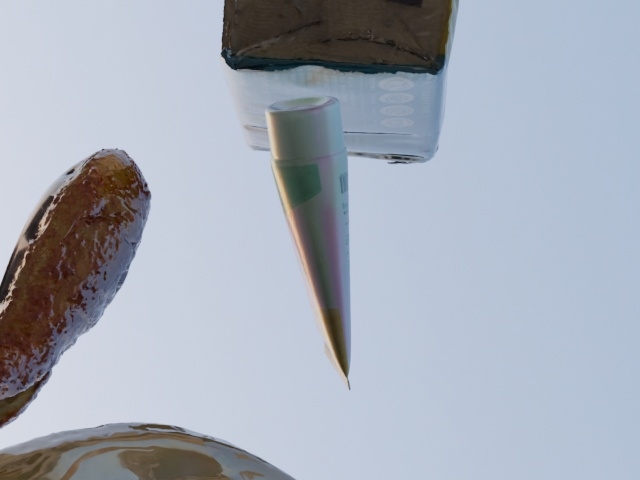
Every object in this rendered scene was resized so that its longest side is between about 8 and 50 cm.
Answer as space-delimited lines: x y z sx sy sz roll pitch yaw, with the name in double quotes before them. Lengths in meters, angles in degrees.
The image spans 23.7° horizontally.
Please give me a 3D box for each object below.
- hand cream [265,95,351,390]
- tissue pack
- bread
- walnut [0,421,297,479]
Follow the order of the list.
"hand cream" 0.000 0.000 0.943 0.047 0.076 0.174 -10 -74 -8
"tissue pack" 0.018 -0.166 1.316 0.192 0.271 0.134 3 -102 2
"bread" -0.220 0.045 1.287 0.095 0.139 0.268 19 -113 8
"walnut" -0.113 0.271 0.752 0.381 0.381 0.381 5 -79 30
